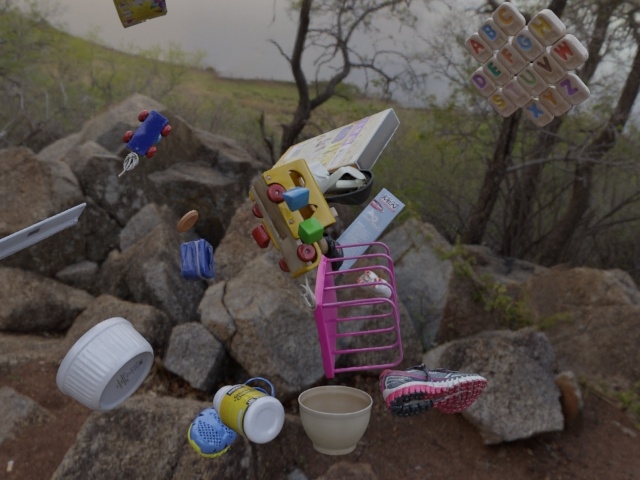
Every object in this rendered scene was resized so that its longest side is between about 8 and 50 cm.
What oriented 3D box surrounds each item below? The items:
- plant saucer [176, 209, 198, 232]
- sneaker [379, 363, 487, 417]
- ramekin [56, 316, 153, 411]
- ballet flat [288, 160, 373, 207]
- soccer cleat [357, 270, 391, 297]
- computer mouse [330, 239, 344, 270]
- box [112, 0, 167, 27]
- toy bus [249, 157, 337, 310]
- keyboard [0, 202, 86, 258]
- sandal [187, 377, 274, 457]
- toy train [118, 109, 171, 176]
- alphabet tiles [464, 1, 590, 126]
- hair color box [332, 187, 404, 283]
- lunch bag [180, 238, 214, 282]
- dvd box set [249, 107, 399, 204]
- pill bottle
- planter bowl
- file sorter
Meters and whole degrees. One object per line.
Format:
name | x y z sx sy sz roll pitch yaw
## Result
plant saucer | -0.405 -0.056 1.692 0.013 0.083 0.083 41 34 11
sneaker | 0.297 0.371 1.431 0.299 0.120 0.112 4 32 -22
ramekin | -0.480 0.290 1.262 0.109 0.207 0.207 32 32 16
ballet flat | 0.006 -0.123 1.174 0.281 0.096 0.095 -10 57 -42
soccer cleat | 0.175 0.148 1.786 0.076 0.068 0.196 46 -6 -15
computer mouse | 0.000 0.000 1.710 0.060 0.184 0.262 -16 6 -27
box | -0.377 -0.505 1.144 0.105 0.043 0.179 -24 -2 -12
toy bus | -0.027 -0.028 0.873 0.104 0.202 0.191 -26 43 -25
keyboard | -0.593 -0.012 1.134 0.014 0.072 0.256 44 37 3
sandal | -0.232 0.464 1.505 0.126 0.138 0.317 42 29 12
toy train | -0.591 -0.293 1.789 0.105 0.248 0.143 34 -18 -14
alphabet tiles | 0.461 -0.390 1.257 0.021 0.284 0.278 -43 92 -22
hair color box | 0.155 -0.015 2.167 0.114 0.185 0.374 41 73 4
lunch bag | -0.278 0.043 1.270 0.065 0.067 0.098 -10 72 8
dvd box set | 0.009 -0.245 1.689 0.421 0.062 0.307 -13 31 38
pill bottle | -0.172 0.390 1.268 0.103 0.103 0.184 -10 7 -38
planter bowl | 0.032 0.399 1.211 0.162 0.109 0.162 1 5 0
file sorter | 0.094 0.152 1.333 0.182 0.202 0.290 -6 26 7
